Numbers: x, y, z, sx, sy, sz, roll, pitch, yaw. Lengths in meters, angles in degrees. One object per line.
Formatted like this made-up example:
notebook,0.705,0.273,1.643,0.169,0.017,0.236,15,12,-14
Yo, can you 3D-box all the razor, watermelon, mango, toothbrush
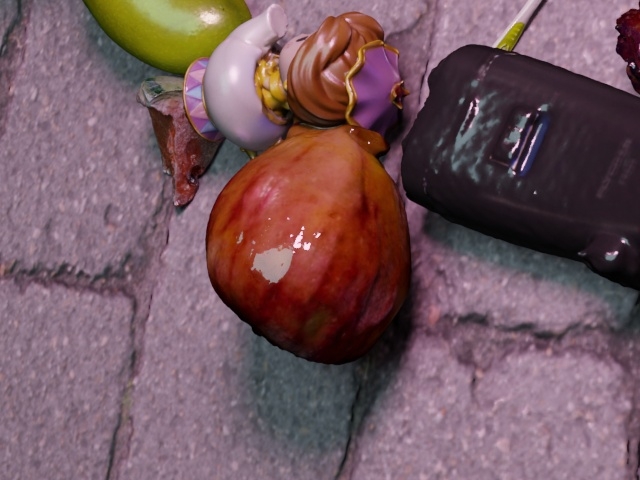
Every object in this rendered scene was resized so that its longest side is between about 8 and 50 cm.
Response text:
razor,0.233,-0.076,1.709,0.327,0.107,0.189,25,91,40
watermelon,-0.156,-0.136,2.064,0.098,0.121,0.158,28,137,54
mango,-0.196,-0.310,2.092,0.175,0.143,0.293,-45,64,5
toothbrush,0.195,-0.215,1.840,0.263,0.022,0.026,-56,37,9

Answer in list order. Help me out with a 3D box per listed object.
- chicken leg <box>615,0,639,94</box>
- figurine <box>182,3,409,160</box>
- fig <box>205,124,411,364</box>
chicken leg,0.441,-0.146,1.591,0.407,0.096,0.158,35,102,36
figurine,-0.021,-0.173,1.916,0.263,0.142,0.189,-6,103,34
fig,-0.008,0.010,1.793,0.224,0.224,0.263,-19,49,31
